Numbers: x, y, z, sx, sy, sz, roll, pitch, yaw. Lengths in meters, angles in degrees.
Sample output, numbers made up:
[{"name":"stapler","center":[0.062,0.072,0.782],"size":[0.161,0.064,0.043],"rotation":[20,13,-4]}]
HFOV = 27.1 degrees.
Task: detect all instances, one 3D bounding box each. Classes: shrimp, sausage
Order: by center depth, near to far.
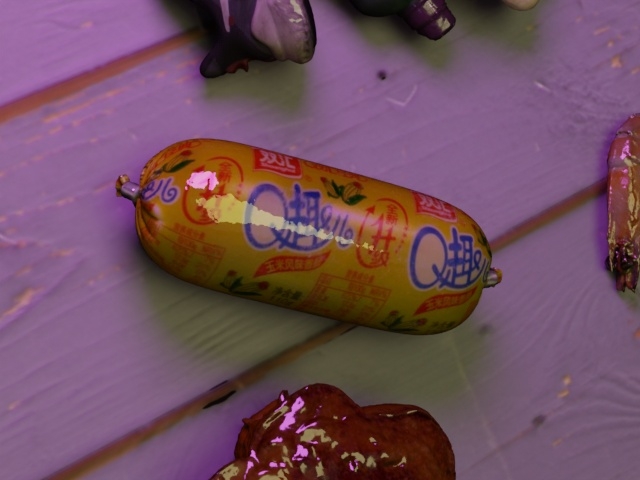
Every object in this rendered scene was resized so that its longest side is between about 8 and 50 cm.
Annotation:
[{"name":"sausage","center":[0.000,0.000,1.092],"size":[0.347,0.123,0.123],"rotation":[14,79,-21]},{"name":"shrimp","center":[0.310,-0.036,1.282],"size":[0.099,0.041,0.180],"rotation":[20,75,-36]}]

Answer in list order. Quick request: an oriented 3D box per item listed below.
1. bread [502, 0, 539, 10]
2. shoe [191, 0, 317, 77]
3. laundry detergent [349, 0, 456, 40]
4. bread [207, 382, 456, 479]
[{"name":"bread","center":[0.127,-0.317,1.186],"size":[0.251,0.039,0.182],"rotation":[52,39,-11]},{"name":"shoe","center":[-0.088,-0.235,1.092],"size":[0.112,0.099,0.227],"rotation":[-28,98,7]},{"name":"laundry detergent","center":[0.048,-0.275,1.166],"size":[0.222,0.078,0.144],"rotation":[46,62,-13]},{"name":"bread","center":[0.013,0.228,1.067],"size":[0.246,0.135,0.232],"rotation":[-12,89,-24]}]
